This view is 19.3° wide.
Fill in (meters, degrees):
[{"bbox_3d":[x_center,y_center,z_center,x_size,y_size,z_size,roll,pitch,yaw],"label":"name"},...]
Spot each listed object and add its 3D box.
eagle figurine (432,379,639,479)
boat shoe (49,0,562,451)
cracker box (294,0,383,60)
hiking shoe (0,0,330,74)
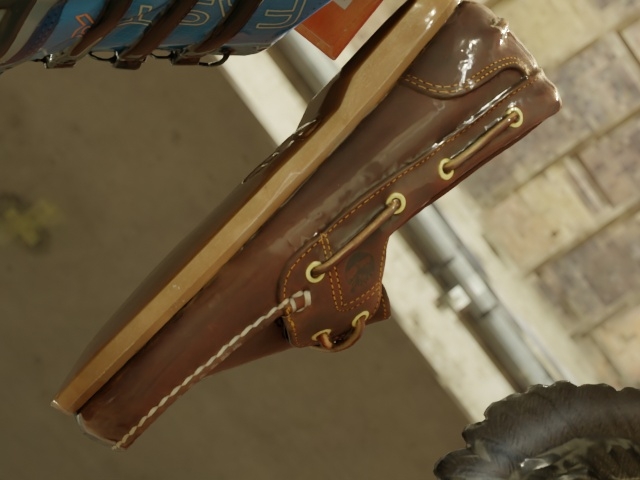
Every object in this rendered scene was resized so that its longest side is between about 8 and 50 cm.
[{"bbox_3d":[0.229,0.207,1.201,0.298,0.226,0.225,3,176,24],"label":"eagle figurine"},{"bbox_3d":[0.000,0.000,0.643,0.207,0.073,0.073,-46,-171,-10],"label":"boat shoe"},{"bbox_3d":[-0.033,-0.178,0.954,0.067,0.156,0.232,-51,-171,10],"label":"cracker box"},{"bbox_3d":[-0.077,-0.097,0.693,0.304,0.132,0.113,-21,-128,9],"label":"hiking shoe"}]
